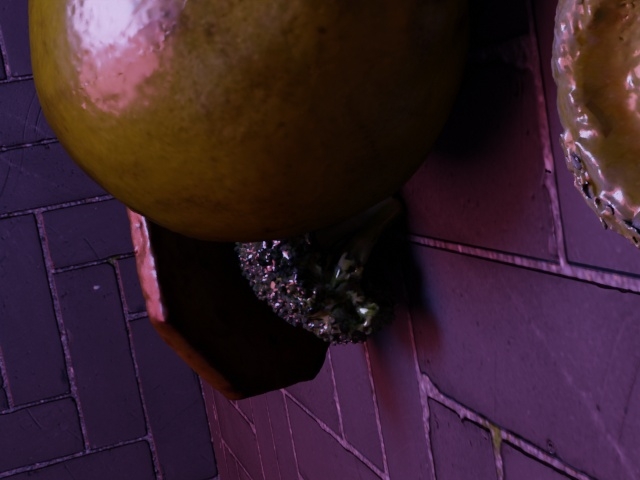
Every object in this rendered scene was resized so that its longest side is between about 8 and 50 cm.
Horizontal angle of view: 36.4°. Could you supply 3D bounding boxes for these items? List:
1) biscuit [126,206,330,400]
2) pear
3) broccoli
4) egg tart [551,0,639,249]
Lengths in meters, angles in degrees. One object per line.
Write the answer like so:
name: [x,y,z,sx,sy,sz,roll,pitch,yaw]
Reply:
biscuit: [-0.086,0.006,1.102,0.046,0.359,0.359,-17,84,35]
pear: [-0.063,-0.159,0.777,0.413,0.351,0.352,-21,81,61]
broccoli: [-0.002,0.003,1.011,0.226,0.176,0.198,19,164,50]
egg tart: [0.191,-0.076,0.467,0.197,0.078,0.197,166,90,-72]
